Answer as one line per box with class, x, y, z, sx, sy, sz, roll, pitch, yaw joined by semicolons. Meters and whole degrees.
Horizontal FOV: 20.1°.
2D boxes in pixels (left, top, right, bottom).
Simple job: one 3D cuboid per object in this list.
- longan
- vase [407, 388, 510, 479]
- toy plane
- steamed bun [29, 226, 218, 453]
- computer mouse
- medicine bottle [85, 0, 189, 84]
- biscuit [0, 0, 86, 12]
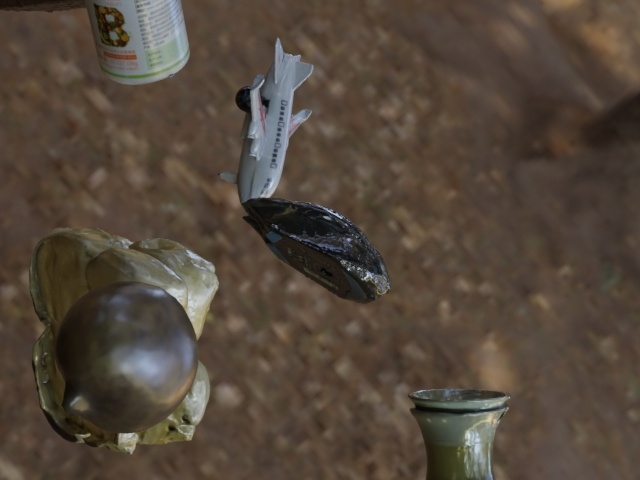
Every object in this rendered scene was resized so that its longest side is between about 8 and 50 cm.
longan;-0.132;0.079;1.203;0.092;0.113;0.113;23;7;25
vase;0.163;0.337;2.112;0.173;0.173;0.321;-10;97;-69
toy plane;-0.055;-0.114;1.825;0.065;0.171;0.162;21;-1;18
steamed bun;-0.145;0.075;1.431;0.106;0.192;0.177;-11;98;-37
computer mouse;0.000;0.000;1.382;0.135;0.047;0.079;28;-20;16
medicine bottle;-0.170;-0.235;1.587;0.086;0.086;0.183;-105;-176;-53
biscuit;-0.250;-0.279;1.761;0.070;0.106;0.252;-4;5;-31
